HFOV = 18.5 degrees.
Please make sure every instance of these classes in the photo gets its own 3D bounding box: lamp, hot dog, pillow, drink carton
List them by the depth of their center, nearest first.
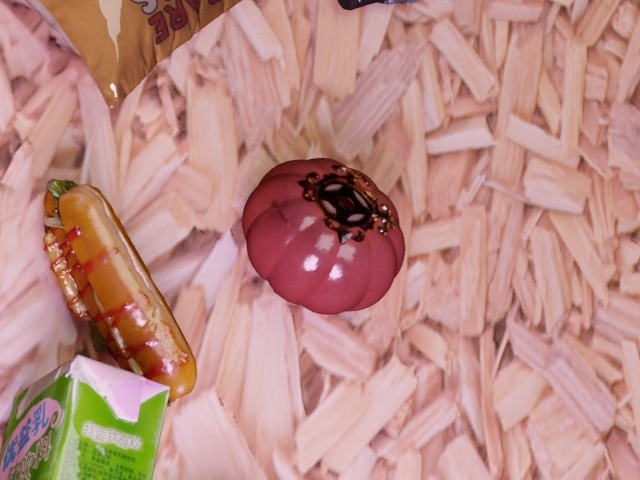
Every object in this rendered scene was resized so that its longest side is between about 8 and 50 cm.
[{"bbox_3d":[-0.235,0.255,1.790,0.108,0.161,0.271,21,61,-25],"label":"drink carton"},{"bbox_3d":[-0.207,0.051,1.925,0.076,0.104,0.250,-32,92,-27],"label":"hot dog"},{"bbox_3d":[-0.216,-0.328,2.055,0.312,0.119,0.310,50,50,-5],"label":"pillow"},{"bbox_3d":[0.000,0.000,2.065,0.182,0.140,0.182,19,44,-20],"label":"lamp"}]

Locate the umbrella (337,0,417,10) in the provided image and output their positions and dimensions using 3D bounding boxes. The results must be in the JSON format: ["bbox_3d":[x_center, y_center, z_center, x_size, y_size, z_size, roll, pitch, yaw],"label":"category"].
[{"bbox_3d":[0.118,-0.310,2.307,0.250,0.053,0.052,-21,76,-35],"label":"umbrella"}]
